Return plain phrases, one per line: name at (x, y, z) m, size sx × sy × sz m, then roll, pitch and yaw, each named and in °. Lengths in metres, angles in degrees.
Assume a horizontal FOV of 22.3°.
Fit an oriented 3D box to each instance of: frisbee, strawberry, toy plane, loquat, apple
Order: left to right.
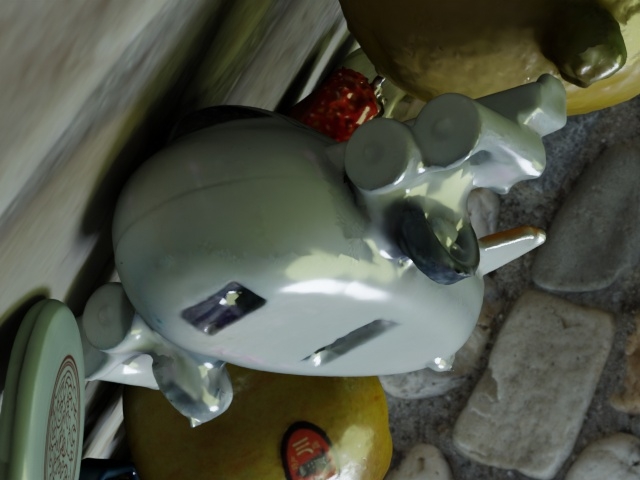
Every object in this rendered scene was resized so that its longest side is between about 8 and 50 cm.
frisbee at (-0.103, 0.076, 0.608) m, size 0.110 × 0.014 × 0.110 m, roll 3°, pitch 90°, yaw -87°
apple at (-0.034, 0.109, 0.986) m, size 0.155 × 0.182 × 0.182 m, roll -25°, pitch 179°, yaw 3°
strawberry at (-0.016, -0.050, 1.004) m, size 0.152 × 0.048 × 0.104 m, roll -45°, pitch -175°, yaw 1°
toy plane at (0.000, 0.000, 0.699) m, size 0.245 × 0.117 × 0.244 m, roll -16°, pitch 159°, yaw -6°
loquat at (0.094, -0.124, 0.745) m, size 0.204 × 0.172 × 0.149 m, roll -111°, pitch -145°, yaw -62°

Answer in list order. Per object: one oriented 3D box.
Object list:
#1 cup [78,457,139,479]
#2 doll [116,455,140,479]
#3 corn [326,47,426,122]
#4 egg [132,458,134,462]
cup at (-0.137, 0.208, 0.984) m, size 0.155 × 0.131 × 0.176 m, roll -65°, pitch 159°, yaw -71°
doll at (-0.102, 0.225, 1.400) m, size 0.423 × 0.161 × 0.348 m, roll 120°, pitch -10°, yaw -46°
corn at (0.004, -0.011, 1.189) m, size 0.305 × 0.122 × 0.123 m, roll -58°, pitch -138°, yaw 32°
egg at (-0.097, 0.140, 1.180) m, size 0.080 × 0.080 × 0.096 m, roll -61°, pitch -177°, yaw 41°
